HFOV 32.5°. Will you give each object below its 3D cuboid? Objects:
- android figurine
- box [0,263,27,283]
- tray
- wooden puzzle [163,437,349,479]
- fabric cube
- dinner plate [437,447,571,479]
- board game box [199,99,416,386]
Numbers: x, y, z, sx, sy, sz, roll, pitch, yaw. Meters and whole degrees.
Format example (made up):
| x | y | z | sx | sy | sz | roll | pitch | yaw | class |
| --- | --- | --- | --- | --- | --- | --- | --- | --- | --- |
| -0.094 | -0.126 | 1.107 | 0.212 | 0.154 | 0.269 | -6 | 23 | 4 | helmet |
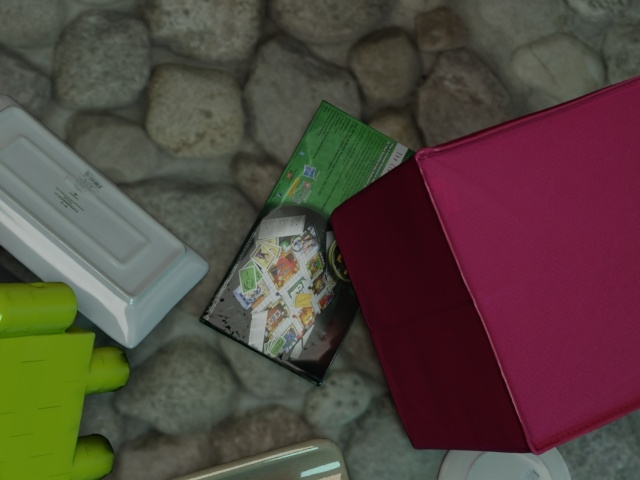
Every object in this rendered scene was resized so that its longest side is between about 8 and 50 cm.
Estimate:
| x | y | z | sx | sy | sz | roll | pitch | yaw | class |
| --- | --- | --- | --- | --- | --- | --- | --- | --- | --- |
| -0.266 | 0.152 | 0.875 | 0.056 | 0.272 | 0.248 | 15 | 96 | 33 | android figurine |
| -0.353 | 0.055 | 0.886 | 0.142 | 0.247 | 0.163 | 17 | 70 | 34 | box |
| -0.236 | -0.030 | 1.021 | 0.270 | 0.030 | 0.145 | 40 | 41 | 1 | tray |
| -0.085 | 0.378 | 0.958 | 0.322 | 0.080 | 0.348 | -13 | 80 | -13 | wooden puzzle |
| 0.190 | 0.027 | 0.984 | 0.254 | 0.258 | 0.259 | -19 | 85 | -17 | fabric cube |
| 0.183 | 0.248 | 1.073 | 0.141 | 0.017 | 0.141 | 3 | 76 | -11 | dinner plate |
| 0.000 | 0.000 | 1.093 | 0.136 | 0.030 | 0.260 | 29 | 73 | 0 | board game box |
